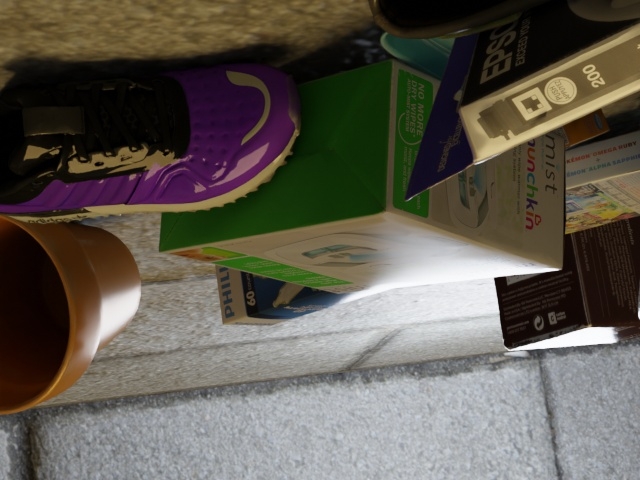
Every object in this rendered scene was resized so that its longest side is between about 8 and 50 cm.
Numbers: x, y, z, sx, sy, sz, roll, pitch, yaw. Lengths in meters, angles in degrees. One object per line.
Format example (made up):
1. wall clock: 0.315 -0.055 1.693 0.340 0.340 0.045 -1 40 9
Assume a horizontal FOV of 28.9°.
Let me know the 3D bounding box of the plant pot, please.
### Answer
1. plant pot: -0.289 0.060 1.293 0.205 0.205 0.188 -14 -179 24

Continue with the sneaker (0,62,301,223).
1. sneaker: -0.164 -0.076 0.939 0.293 0.102 0.146 -12 166 18

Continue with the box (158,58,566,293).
1. box: 0.035 -0.042 1.049 0.262 0.127 0.231 -9 162 42

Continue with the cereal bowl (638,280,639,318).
1. cereal bowl: 0.453 0.011 1.096 0.339 0.141 0.339 5 168 1

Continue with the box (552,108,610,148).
1. box: 0.214 -0.093 1.195 0.136 0.028 0.081 -19 178 -34

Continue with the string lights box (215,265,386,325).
1. string lights box: 0.000 0.000 1.301 0.259 0.133 0.076 -20 163 42

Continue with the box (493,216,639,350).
1. box: 0.360 0.047 1.655 0.203 0.167 0.168 0 165 -32

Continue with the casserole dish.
1. casserole dish: 0.119 -0.154 0.904 0.114 0.037 0.188 -14 164 30

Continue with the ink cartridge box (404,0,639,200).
1. ink cartridge box: 0.139 -0.129 0.697 0.208 0.045 0.206 -26 -155 29

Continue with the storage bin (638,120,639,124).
1. storage bin: 0.343 -0.109 1.042 0.098 0.091 0.135 -47 177 -18

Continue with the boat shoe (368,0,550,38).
1. boat shoe: 0.137 -0.183 0.603 0.109 0.091 0.305 43 145 -19

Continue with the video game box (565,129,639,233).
1. video game box: 0.304 -0.059 1.333 0.187 0.048 0.205 -17 164 26

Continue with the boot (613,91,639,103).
1. boot: 0.250 -0.163 0.917 0.189 0.076 0.208 3 170 -32
